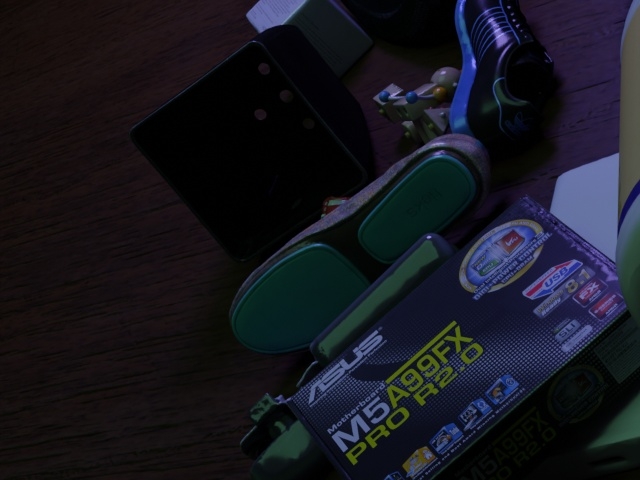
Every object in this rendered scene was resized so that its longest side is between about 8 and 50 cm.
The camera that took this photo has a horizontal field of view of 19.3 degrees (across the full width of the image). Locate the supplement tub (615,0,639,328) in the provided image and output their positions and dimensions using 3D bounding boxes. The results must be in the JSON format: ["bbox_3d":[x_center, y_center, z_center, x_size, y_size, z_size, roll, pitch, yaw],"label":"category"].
[{"bbox_3d":[0.335,-0.084,1.358,0.241,0.241,0.331,-28,35,33],"label":"supplement tub"}]

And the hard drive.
[{"bbox_3d":[0.252,0.047,1.521,0.203,0.040,0.307,-20,40,41],"label":"hard drive"}]

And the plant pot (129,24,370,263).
[{"bbox_3d":[-0.056,-0.124,2.003,0.188,0.187,0.167,-33,15,28],"label":"plant pot"}]

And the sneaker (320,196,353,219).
[{"bbox_3d":[0.000,0.000,1.917,0.118,0.042,0.067,-30,38,17],"label":"sneaker"}]

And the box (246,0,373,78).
[{"bbox_3d":[-0.013,-0.242,2.155,0.087,0.101,0.102,-45,30,8],"label":"box"}]

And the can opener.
[{"bbox_3d":[0.035,0.114,1.729,0.280,0.074,0.093,-48,64,6],"label":"can opener"}]

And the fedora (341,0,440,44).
[{"bbox_3d":[0.092,-0.378,2.068,0.152,0.334,0.334,-24,24,-17],"label":"fedora"}]

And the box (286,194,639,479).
[{"bbox_3d":[0.122,0.104,1.492,0.270,0.060,0.216,-40,30,-1],"label":"box"}]

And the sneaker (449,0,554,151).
[{"bbox_3d":[0.186,-0.185,1.850,0.090,0.081,0.232,-23,46,35],"label":"sneaker"}]

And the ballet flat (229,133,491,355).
[{"bbox_3d":[0.046,0.004,1.808,0.316,0.107,0.106,-35,11,26],"label":"ballet flat"}]

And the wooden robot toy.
[{"bbox_3d":[0.118,-0.138,1.891,0.079,0.076,0.173,-38,13,-8],"label":"wooden robot toy"}]
